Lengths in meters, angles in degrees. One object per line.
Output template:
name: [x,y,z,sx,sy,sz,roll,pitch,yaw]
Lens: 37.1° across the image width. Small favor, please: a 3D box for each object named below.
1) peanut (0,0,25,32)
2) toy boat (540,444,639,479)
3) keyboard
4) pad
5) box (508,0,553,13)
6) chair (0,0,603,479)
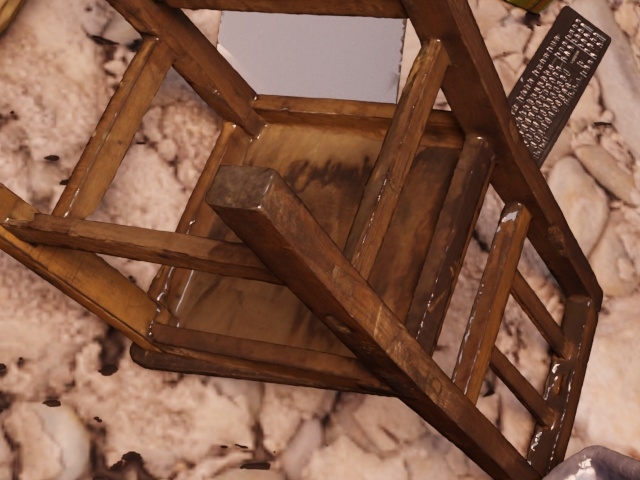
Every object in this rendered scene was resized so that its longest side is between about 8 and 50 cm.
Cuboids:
peanut: [-0.222,-0.205,0.610,0.123,0.123,0.257,40,70,-2]
toy boat: [0.104,0.239,0.541,0.283,0.127,0.078,-41,110,-15]
keyboard: [0.186,-0.125,0.769,0.053,0.010,0.155,34,67,-4]
pad: [0.001,-0.197,0.708,0.142,0.003,0.212,9,85,-13]
box: [0.068,-0.321,0.774,0.311,0.043,0.173,22,68,-11]
chair: [0.000,0.000,0.592,0.240,0.416,0.203,6,63,32]
